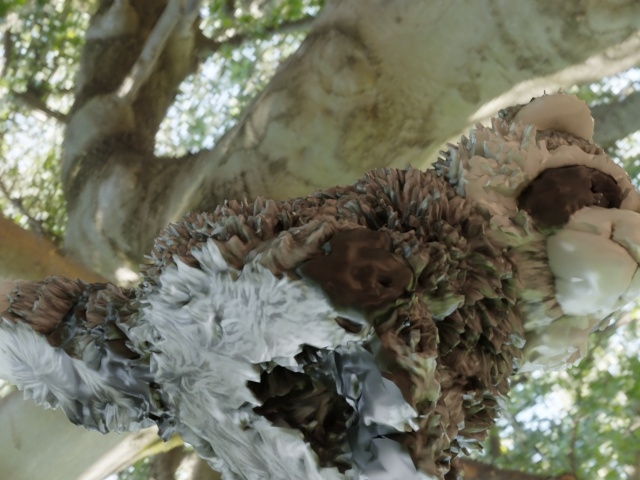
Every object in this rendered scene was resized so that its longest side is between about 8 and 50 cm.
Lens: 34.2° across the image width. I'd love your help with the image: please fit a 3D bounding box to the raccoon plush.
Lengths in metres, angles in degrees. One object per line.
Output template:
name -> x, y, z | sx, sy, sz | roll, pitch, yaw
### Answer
raccoon plush -> 0.000, 0.000, 0.705 | 0.446, 0.216, 0.299 | 18, -141, 29
